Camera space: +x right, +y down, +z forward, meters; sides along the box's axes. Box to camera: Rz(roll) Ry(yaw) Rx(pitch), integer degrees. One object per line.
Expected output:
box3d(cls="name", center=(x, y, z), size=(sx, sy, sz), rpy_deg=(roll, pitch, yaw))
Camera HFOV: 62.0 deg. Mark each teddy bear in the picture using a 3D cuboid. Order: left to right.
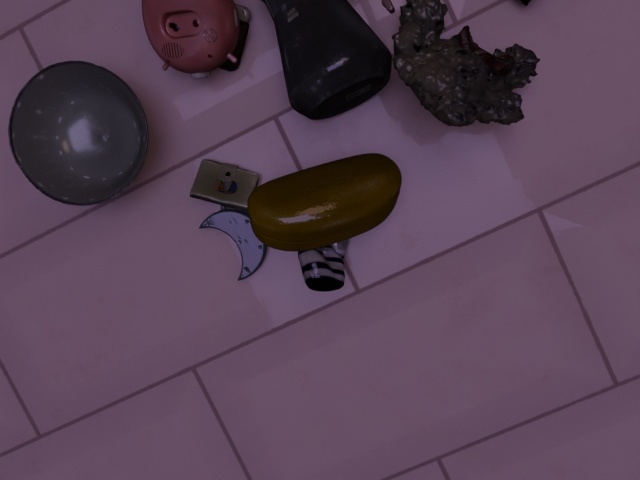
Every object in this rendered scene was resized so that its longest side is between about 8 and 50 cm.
box3d(cls="teddy bear", center=(0.300, -0.357, 1.143), size=(0.357, 0.368, 0.225), rpy_deg=(30, 118, -8))

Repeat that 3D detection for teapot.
box3d(cls="teapot", center=(0.013, -0.484, 1.205), size=(0.300, 0.253, 0.344), rpy_deg=(-26, 90, 20))

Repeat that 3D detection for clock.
box3d(cls="clock", center=(-0.304, -0.499, 1.235), size=(0.226, 0.142, 0.242), rpy_deg=(0, 112, 15))

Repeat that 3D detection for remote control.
box3d(cls="remote control", center=(-0.233, -0.565, 1.318), size=(0.122, 0.032, 0.074), rpy_deg=(34, 113, 0))

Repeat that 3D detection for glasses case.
box3d(cls="glasses case", center=(0.019, -0.091, 1.236), size=(0.370, 0.141, 0.173), rpy_deg=(-18, 61, -12))

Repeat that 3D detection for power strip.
box3d(cls="power strip", center=(-0.220, -0.013, 1.380), size=(0.137, 0.044, 0.216), rpy_deg=(-33, 93, 6))

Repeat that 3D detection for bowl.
box3d(cls="bowl", center=(-0.563, -0.258, 1.321), size=(0.336, 0.157, 0.338), rpy_deg=(0, 97, 3))

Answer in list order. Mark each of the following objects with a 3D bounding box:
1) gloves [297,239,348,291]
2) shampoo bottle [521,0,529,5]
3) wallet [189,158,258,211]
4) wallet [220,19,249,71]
box3d(cls="gloves", center=(0.003, 0.007, 1.337), size=(0.139, 0.131, 0.219), rpy_deg=(-3, 61, -4))
box3d(cls="shampoo bottle", center=(0.402, -0.697, 1.232), size=(0.323, 0.084, 0.129), rpy_deg=(42, 95, -1))
box3d(cls="wallet", center=(-0.242, -0.141, 1.359), size=(0.154, 0.039, 0.111), rpy_deg=(15, 76, 2))
box3d(cls="wallet", center=(-0.308, -0.519, 1.320), size=(0.255, 0.031, 0.137), rpy_deg=(25, 117, 4))
